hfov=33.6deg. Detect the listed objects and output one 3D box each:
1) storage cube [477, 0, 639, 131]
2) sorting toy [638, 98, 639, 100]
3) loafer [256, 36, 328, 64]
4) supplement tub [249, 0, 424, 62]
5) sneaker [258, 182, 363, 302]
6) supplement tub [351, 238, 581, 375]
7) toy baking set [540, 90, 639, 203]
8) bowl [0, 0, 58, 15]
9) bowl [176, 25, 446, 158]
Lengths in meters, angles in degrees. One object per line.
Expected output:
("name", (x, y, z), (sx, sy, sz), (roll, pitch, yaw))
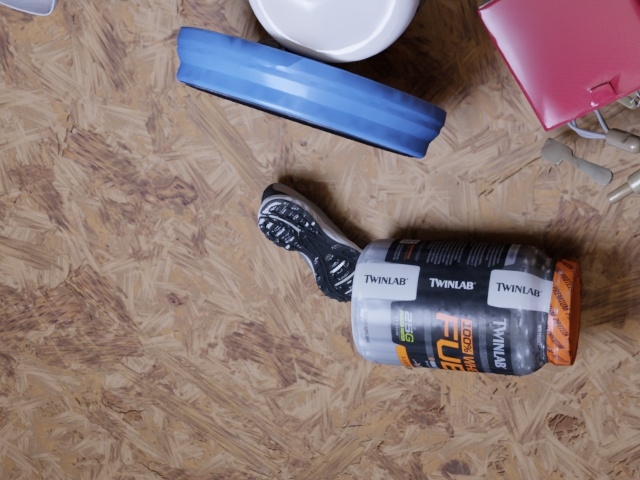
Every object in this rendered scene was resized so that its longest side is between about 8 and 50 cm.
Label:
("storage cube", (0.345, -0.293, 1.407), (0.215, 0.184, 0.193), (-23, 109, 31))
("sorting toy", (0.493, -0.201, 1.493), (0.101, 0.042, 0.061), (10, 123, 15))
("loafer", (-0.048, -0.289, 1.649), (0.125, 0.039, 0.045), (10, 124, 15))
("supplement tub", (0.053, -0.385, 1.380), (0.228, 0.316, 0.228), (10, 122, 16))
("sneaker", (0.000, 0.000, 1.783), (0.100, 0.108, 0.271), (-36, 119, 15))
("supplement tub", (0.233, 0.104, 1.679), (0.337, 0.207, 0.207), (2, 121, 20))
("toy baking set", (0.429, -0.151, 1.478), (0.030, 0.197, 0.256), (20, 132, -37))
("bowl", (-0.479, -0.446, 1.712), (0.142, 0.053, 0.142), (19, 125, 8))
("bowl", (-0.019, -0.201, 1.486), (0.391, 0.391, 0.077), (19, 94, 10))
